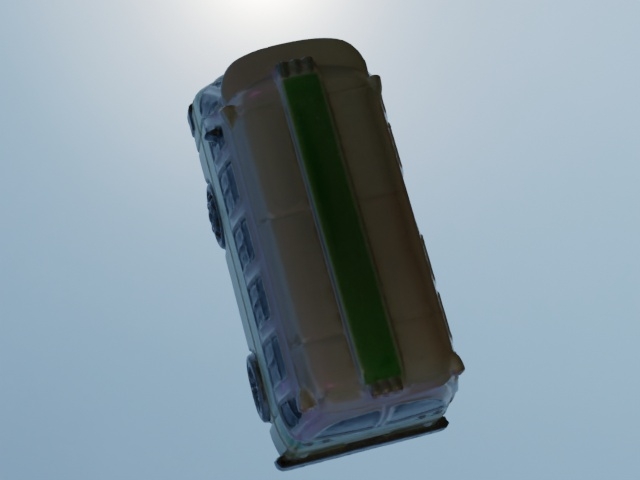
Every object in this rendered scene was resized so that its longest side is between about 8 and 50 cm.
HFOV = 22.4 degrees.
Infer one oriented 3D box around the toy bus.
[{"bbox_3d":[0.000,0.000,1.207,0.143,0.179,0.305,-12,-105,-9],"label":"toy bus"}]
